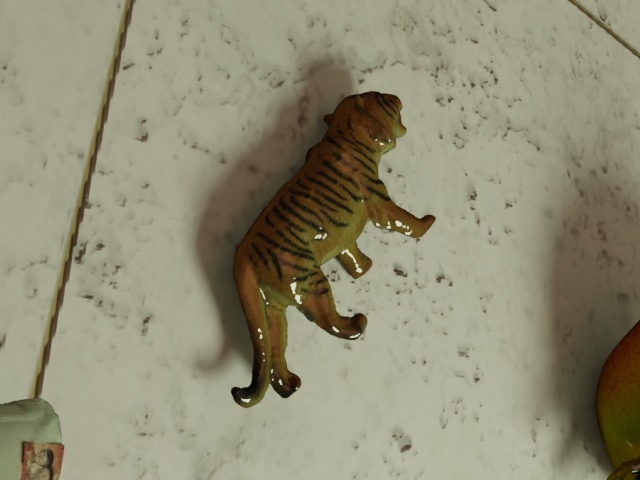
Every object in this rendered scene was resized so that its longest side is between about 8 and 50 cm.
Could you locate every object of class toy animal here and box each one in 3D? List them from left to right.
[{"bbox_3d":[0.000,0.000,0.648,0.099,0.057,0.241,50,55,-17],"label":"toy animal"}]

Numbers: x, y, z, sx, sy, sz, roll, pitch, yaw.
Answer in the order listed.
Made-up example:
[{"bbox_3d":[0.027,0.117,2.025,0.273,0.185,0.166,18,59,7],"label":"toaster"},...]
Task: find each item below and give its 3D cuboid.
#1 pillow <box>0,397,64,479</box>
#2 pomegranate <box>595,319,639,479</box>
[{"bbox_3d":[-0.218,0.124,0.418,0.229,0.051,0.128,11,83,-41],"label":"pillow"},{"bbox_3d":[0.321,0.151,0.820,0.257,0.221,0.220,-32,105,-31],"label":"pomegranate"}]
